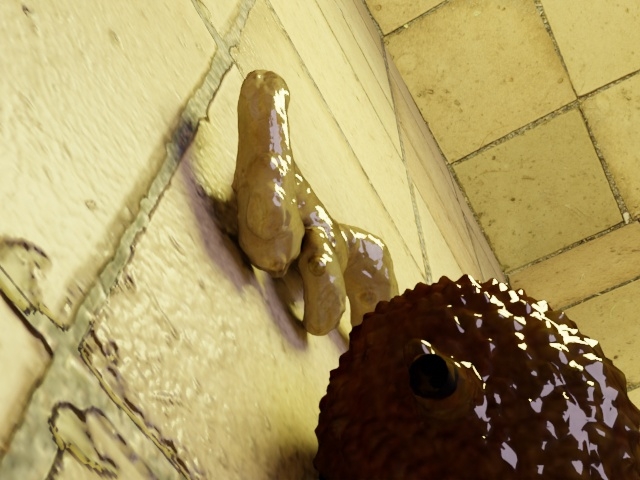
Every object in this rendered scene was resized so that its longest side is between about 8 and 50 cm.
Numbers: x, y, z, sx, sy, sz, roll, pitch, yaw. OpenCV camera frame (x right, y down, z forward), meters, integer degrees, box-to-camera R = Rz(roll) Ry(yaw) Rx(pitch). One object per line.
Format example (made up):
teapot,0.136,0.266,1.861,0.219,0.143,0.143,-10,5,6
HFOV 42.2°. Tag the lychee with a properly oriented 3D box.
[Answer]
lychee,0.087,0.113,0.466,0.238,0.200,0.200,64,8,-54

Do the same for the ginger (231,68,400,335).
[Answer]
ginger,-0.003,0.009,0.603,0.149,0.065,0.258,-79,149,-48
